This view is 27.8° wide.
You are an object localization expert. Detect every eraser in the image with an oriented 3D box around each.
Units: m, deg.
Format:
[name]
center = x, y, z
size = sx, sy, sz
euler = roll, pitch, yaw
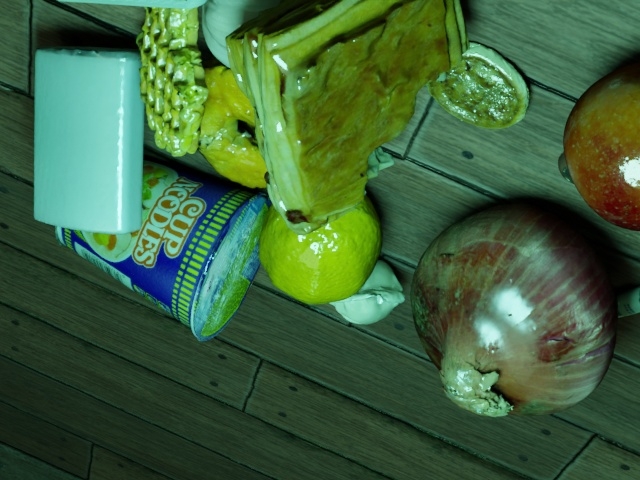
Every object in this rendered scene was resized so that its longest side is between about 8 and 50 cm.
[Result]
[eraser]
center = -0.372, -0.166, 2.074
size = 0.189, 0.104, 0.290
euler = 8, 103, 21

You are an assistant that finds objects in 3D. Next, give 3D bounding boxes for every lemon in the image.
[lemon]
center = 0.000, 0.000, 2.113
size = 0.204, 0.204, 0.260
euler = 21, 150, 6

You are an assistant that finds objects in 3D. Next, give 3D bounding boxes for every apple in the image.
[apple]
center = 0.425, -0.123, 1.668
size = 0.201, 0.218, 0.218
euler = -20, 126, 38

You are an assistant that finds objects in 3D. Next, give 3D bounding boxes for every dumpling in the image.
[dumpling]
center = 0.058, 0.092, 2.242
size = 0.155, 0.111, 0.181
euler = 1, 154, -29

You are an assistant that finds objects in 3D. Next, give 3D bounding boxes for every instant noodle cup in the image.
[instant noodle cup]
center = -0.279, -0.015, 2.241
size = 0.312, 0.284, 0.284
euler = 25, 147, 14

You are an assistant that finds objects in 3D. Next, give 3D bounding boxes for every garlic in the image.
[garlic]
center = -0.103, -0.315, 1.810
size = 0.178, 0.143, 0.229
euler = 10, 145, 23

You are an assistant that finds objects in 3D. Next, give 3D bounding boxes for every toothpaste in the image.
[toothpaste]
center = 0.547, 0.077, 2.016
size = 0.062, 0.039, 0.239
euler = 47, 139, -18

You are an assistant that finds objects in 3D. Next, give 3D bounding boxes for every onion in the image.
[onion]
center = 0.298, 0.112, 2.003
size = 0.353, 0.354, 0.354
euler = 17, 145, 12

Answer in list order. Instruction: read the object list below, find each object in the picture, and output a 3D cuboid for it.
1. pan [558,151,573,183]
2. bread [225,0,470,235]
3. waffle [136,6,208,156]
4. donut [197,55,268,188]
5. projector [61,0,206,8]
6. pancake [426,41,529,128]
[pan]
center = 0.398, -0.104, 1.877
size = 0.115, 0.023, 0.068
euler = -2, 137, 34
[bread]
center = 0.032, -0.218, 1.737
size = 0.191, 0.314, 0.370
euler = 46, 160, 35
[waffle]
center = -0.216, -0.250, 1.895
size = 0.056, 0.253, 0.249
euler = -6, 154, -23
[donut]
center = -0.107, -0.186, 2.005
size = 0.253, 0.118, 0.253
euler = 17, 148, 11
[projector]
center = -0.234, -0.414, 1.705
size = 0.250, 0.198, 0.108
euler = 8, 142, 23
[pancake]
center = 0.221, -0.216, 1.834
size = 0.158, 0.028, 0.158
euler = 19, 145, 14
